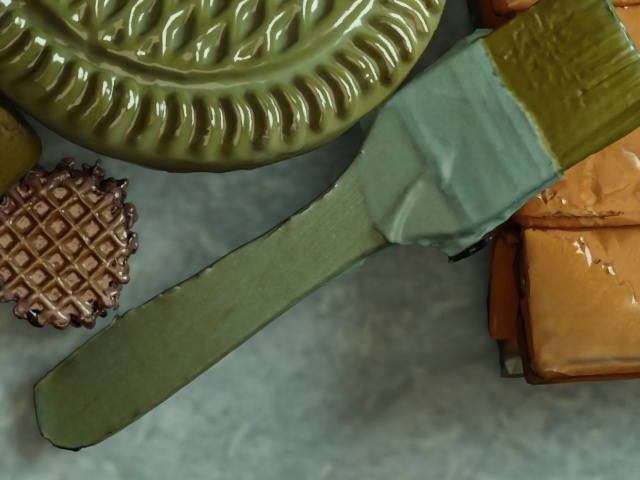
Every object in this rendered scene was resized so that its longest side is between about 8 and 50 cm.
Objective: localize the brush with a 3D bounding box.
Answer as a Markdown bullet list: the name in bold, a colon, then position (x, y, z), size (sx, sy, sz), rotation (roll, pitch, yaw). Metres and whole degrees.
- **brush**: position (0.000, 0.000, 0.853), size (0.336, 0.020, 0.085), rotation (-33, 82, 16)

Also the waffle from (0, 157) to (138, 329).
- **waffle**: position (-0.124, 0.000, 0.890), size (0.075, 0.029, 0.083), rotation (9, 91, -8)

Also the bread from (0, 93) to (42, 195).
- **bread**: position (-0.197, -0.071, 0.833), size (0.073, 0.122, 0.149), rotation (-43, 95, -2)

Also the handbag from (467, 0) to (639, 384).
- **handbag**: position (0.214, -0.138, 0.897), size (0.303, 0.116, 0.410), rotation (-2, 91, -5)

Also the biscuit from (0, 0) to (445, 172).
- **biscuit**: position (-0.061, -0.149, 0.841), size (0.259, 0.079, 0.259), rotation (3, 72, -9)
